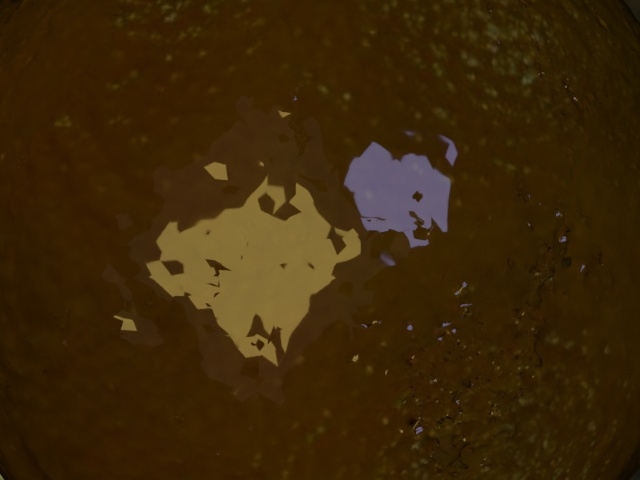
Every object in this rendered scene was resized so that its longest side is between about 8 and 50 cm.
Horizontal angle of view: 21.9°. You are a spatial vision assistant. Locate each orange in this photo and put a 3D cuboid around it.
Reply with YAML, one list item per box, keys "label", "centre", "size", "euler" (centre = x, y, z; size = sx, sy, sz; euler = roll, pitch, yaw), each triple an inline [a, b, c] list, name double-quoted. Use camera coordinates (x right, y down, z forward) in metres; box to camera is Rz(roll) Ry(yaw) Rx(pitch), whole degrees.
- label: "orange"
  centre: [0.000, 0.000, 0.568]
  size: [0.274, 0.274, 0.274]
  euler: [2, 98, 13]

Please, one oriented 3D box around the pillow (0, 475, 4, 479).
- label: "pillow"
  centre: [-0.083, 0.108, 0.716]
  size: [0.189, 0.034, 0.255]
  euler: [-32, 91, 9]
